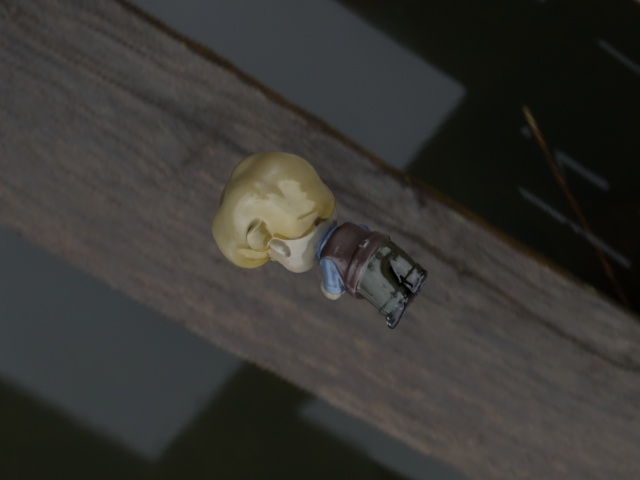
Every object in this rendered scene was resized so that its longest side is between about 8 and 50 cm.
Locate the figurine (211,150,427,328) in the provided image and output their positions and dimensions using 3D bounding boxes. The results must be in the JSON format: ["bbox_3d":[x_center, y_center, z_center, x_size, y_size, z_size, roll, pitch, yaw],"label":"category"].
[{"bbox_3d":[0.000,0.000,1.486,0.196,0.114,0.108,32,153,5],"label":"figurine"}]
